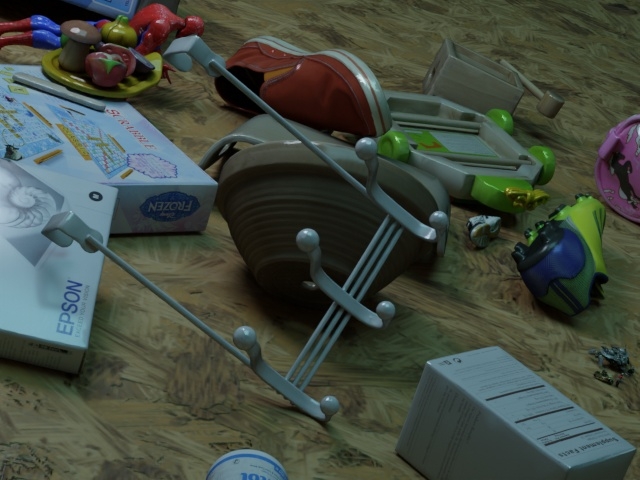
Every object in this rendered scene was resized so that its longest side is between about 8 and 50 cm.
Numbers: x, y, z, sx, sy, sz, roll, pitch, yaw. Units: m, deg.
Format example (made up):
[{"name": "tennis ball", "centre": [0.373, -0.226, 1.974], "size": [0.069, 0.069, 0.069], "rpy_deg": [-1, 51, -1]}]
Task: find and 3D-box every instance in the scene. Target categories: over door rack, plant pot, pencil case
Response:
[{"name": "over door rack", "centre": [-0.060, -0.016, 1.480], "size": [0.324, 0.239, 0.108], "rpy_deg": [35, -21, -7]}, {"name": "plant pot", "centre": [0.000, 0.000, 1.666], "size": [0.237, 0.237, 0.110], "rpy_deg": [15, 63, -7]}, {"name": "pencil case", "centre": [0.559, -0.123, 2.338], "size": [0.167, 0.160, 0.386], "rpy_deg": [5, 12, 38]}]

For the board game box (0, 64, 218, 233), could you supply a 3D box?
[{"name": "board game box", "centre": [-0.330, -0.107, 1.780], "size": [0.318, 0.066, 0.318], "rpy_deg": [-2, 30, -38]}]

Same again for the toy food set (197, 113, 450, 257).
[{"name": "toy food set", "centre": [0.014, -0.062, 1.926], "size": [0.306, 0.092, 0.220], "rpy_deg": [21, 12, 3]}]

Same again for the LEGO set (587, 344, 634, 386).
[{"name": "LEGO set", "centre": [0.330, 0.134, 1.780], "size": [0.054, 0.023, 0.083], "rpy_deg": [15, 24, -7]}]

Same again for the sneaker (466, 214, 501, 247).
[{"name": "sneaker", "centre": [0.198, -0.012, 2.005], "size": [0.037, 0.032, 0.083], "rpy_deg": [13, 15, 23]}]

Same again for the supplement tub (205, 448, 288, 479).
[{"name": "supplement tub", "centre": [-0.060, 0.221, 1.258], "size": [0.071, 0.071, 0.107], "rpy_deg": [15, 24, -8]}]

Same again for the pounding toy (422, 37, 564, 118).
[{"name": "pounding toy", "centre": [0.262, -0.218, 2.425], "size": [0.206, 0.094, 0.181], "rpy_deg": [25, 18, -7]}]

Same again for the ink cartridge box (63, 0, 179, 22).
[{"name": "ink cartridge box", "centre": [-0.401, -0.440, 2.289], "size": [0.395, 0.151, 0.270], "rpy_deg": [21, 10, 4]}]

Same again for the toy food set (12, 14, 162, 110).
[{"name": "toy food set", "centre": [-0.266, -0.229, 1.922], "size": [0.128, 0.071, 0.218], "rpy_deg": [23, 23, 9]}]

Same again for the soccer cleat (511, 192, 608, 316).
[{"name": "soccer cleat", "centre": [0.313, 0.022, 1.969], "size": [0.121, 0.093, 0.289], "rpy_deg": [52, 23, 1]}]

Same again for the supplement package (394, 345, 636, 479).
[{"name": "supplement package", "centre": [0.175, 0.190, 1.447], "size": [0.105, 0.105, 0.179], "rpy_deg": [-7, 35, -45]}]

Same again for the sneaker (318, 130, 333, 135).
[{"name": "sneaker", "centre": [-0.024, -0.177, 2.192], "size": [0.057, 0.047, 0.119], "rpy_deg": [25, 12, -49]}]

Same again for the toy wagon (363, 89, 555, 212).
[{"name": "toy wagon", "centre": [0.190, -0.115, 2.168], "size": [0.267, 0.068, 0.344], "rpy_deg": [3, 29, -30]}]

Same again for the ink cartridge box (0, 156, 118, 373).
[{"name": "ink cartridge box", "centre": [-0.313, 0.009, 1.486], "size": [0.224, 0.045, 0.223], "rpy_deg": [13, 44, -10]}]

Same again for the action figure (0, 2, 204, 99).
[{"name": "action figure", "centre": [-0.288, -0.236, 2.084], "size": [0.280, 0.139, 0.091], "rpy_deg": [-9, 32, -6]}]

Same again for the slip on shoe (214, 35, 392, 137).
[{"name": "slip on shoe", "centre": [-0.023, -0.188, 2.058], "size": [0.101, 0.123, 0.331], "rpy_deg": [-36, 34, -24]}]
